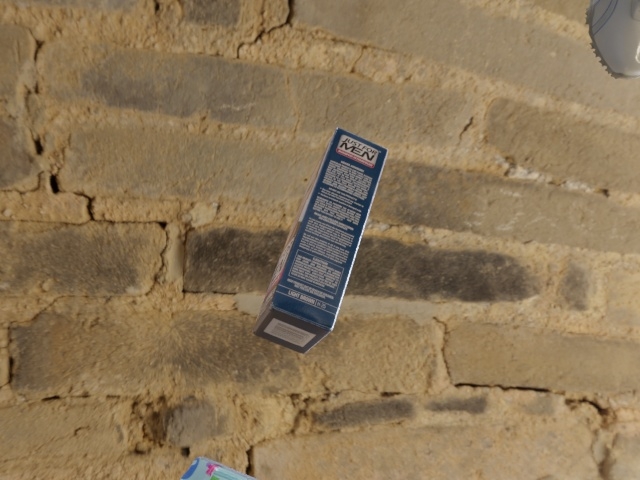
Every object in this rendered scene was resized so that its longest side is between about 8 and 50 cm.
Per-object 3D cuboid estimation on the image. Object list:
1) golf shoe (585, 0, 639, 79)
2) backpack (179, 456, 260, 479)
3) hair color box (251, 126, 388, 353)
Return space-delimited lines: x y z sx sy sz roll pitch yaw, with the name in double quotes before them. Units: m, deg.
"golf shoe" 0.290 -0.233 0.511 0.069 0.086 0.176 -11 -71 -3
"backpack" -0.060 0.318 0.465 0.191 0.253 0.225 -44 -56 -34
"hair color box" 0.000 0.000 0.973 0.105 0.174 0.347 23 -118 -7
